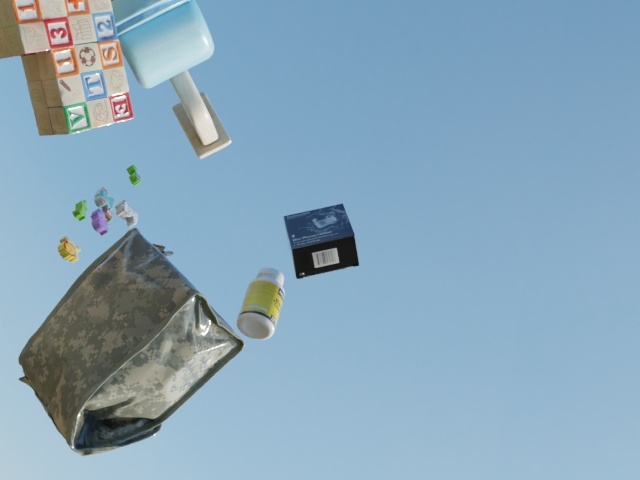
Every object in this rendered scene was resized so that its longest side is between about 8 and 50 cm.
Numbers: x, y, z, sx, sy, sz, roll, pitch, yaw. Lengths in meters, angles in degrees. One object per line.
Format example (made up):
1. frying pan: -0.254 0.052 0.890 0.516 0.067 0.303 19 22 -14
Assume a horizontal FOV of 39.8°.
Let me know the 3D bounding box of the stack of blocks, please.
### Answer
1. stack of blocks: -0.404 -0.314 1.346 0.087 0.171 0.297 5 -70 41

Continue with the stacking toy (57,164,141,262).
1. stacking toy: -0.457 -0.064 1.840 0.052 0.166 0.221 52 16 -32

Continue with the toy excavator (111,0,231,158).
1. toy excavator: -0.294 -0.356 1.684 0.445 0.222 0.433 65 -8 -13

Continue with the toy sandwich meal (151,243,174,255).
1. toy sandwich meal: -0.402 0.022 2.186 0.085 0.085 0.029 4 -89 52

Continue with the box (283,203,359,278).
1. box: 0.000 0.000 2.136 0.158 0.155 0.093 -108 -174 -57

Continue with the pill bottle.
1. pill bottle: -0.151 0.162 2.324 0.103 0.184 0.103 8 -42 8

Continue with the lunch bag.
1. lunch bag: -0.298 0.163 1.319 0.235 0.287 0.169 36 -15 46
